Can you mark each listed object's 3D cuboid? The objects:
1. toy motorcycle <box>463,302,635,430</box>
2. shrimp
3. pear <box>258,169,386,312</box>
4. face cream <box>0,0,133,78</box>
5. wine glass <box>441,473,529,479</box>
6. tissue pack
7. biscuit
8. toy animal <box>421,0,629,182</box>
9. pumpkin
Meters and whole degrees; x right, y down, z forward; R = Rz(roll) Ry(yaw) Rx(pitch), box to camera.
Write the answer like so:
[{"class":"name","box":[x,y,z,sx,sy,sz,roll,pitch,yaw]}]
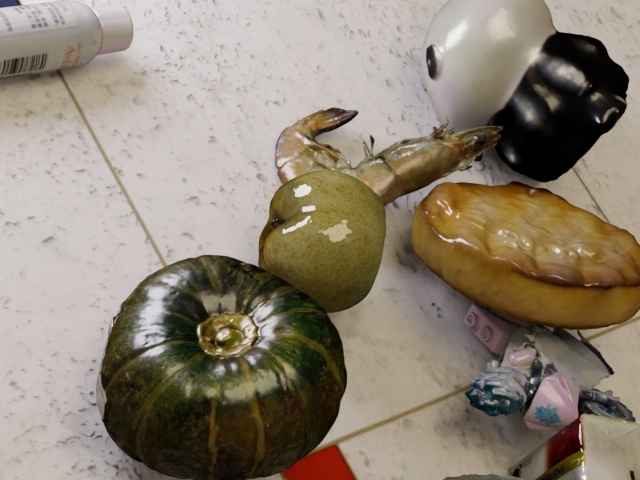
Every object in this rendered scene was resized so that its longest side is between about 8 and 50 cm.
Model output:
[{"class":"toy motorcycle","box":[0.233,0.149,1.832,0.204,0.108,0.239,-2,20,-40]},{"class":"shrimp","box":[0.080,-0.119,1.962,0.296,0.058,0.169,-21,61,-23]},{"class":"pear","box":[0.000,0.000,1.788,0.137,0.167,0.167,15,52,-12]},{"class":"face cream","box":[-0.337,-0.229,1.807,0.269,0.082,0.082,-13,66,-35]},{"class":"wine glass","box":[0.122,0.414,1.360,0.267,0.406,0.267,10,36,-8]},{"class":"tissue pack","box":[0.290,0.275,1.771,0.099,0.148,0.106,13,53,-23]},{"class":"biscuit","box":[0.252,0.020,1.903,0.296,0.102,0.296,13,21,-5]},{"class":"toy animal","box":[0.255,-0.210,2.065,0.267,0.212,0.212,37,48,2]},{"class":"pumpkin","box":[-0.101,0.145,1.625,0.260,0.189,0.260,3,45,-3]}]
